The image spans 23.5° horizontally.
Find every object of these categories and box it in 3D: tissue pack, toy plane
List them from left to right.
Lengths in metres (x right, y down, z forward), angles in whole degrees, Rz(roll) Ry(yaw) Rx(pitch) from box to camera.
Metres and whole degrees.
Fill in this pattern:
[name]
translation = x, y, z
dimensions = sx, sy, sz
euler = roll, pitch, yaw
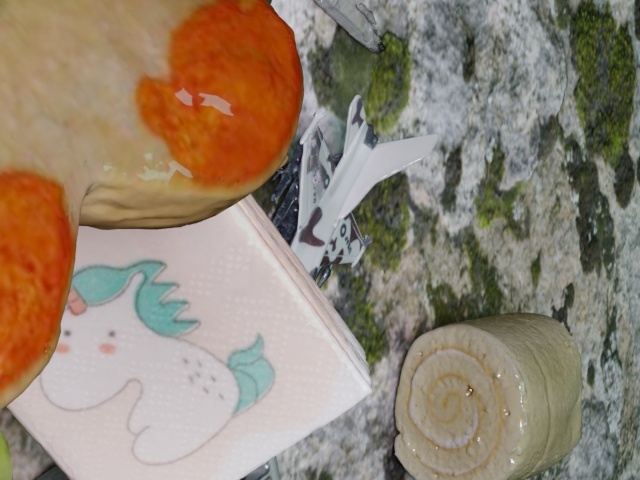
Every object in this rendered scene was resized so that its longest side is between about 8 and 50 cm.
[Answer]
[tissue pack]
translation = -0.126, -0.004, 0.800
dimensions = 0.325, 0.170, 0.071
euler = 54, 6, -22
[toy plane]
translation = -0.009, -0.010, 1.133
dimensions = 0.234, 0.082, 0.160
euler = -50, 145, -21

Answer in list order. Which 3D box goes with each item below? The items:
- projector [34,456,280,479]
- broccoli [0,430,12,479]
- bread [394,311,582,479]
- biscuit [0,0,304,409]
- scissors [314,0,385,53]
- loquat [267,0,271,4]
[projector]
translation = -0.121, 0.234, 0.961
dimensions = 0.250, 0.108, 0.198
euler = -34, 122, -48
[broccoli]
translation = -0.284, 0.167, 0.642
dimensions = 0.353, 0.275, 0.397
euler = -60, 156, -19
[bread]
translation = 0.150, 0.139, 1.331
dimensions = 0.141, 0.134, 0.148
euler = -5, 112, -56
[biscuit]
translation = -0.202, -0.124, 0.588
dimensions = 0.394, 0.076, 0.368
euler = 51, 44, -6
[scissors]
translation = -0.020, -0.208, 1.127
dimensions = 0.300, 0.022, 0.109
euler = 39, 67, -52
[loquat]
translation = -0.112, -0.190, 0.853
dimensions = 0.227, 0.179, 0.179
euler = 54, 51, -40
